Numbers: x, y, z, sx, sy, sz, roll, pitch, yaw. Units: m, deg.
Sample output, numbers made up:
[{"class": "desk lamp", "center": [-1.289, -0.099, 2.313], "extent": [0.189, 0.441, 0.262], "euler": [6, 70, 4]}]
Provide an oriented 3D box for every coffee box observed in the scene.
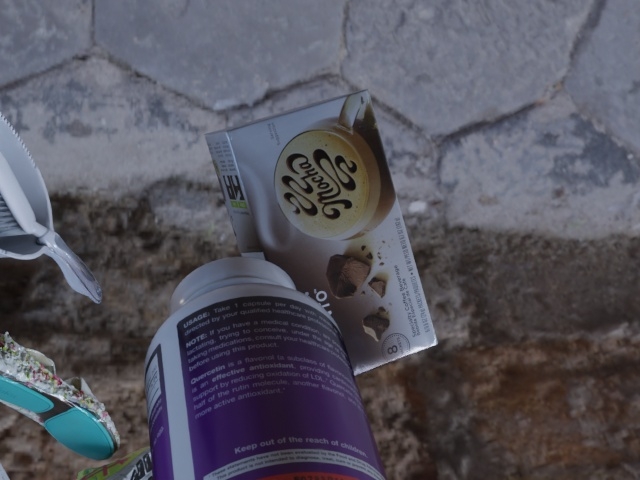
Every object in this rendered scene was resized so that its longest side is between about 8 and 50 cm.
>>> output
[{"class": "coffee box", "center": [0.000, 0.000, 1.066], "extent": [0.168, 0.119, 0.297], "euler": [-18, 99, -17]}]

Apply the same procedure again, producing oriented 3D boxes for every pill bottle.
[{"class": "pill bottle", "center": [-0.050, 0.161, 0.789], "extent": [0.182, 0.323, 0.181], "euler": [-7, 130, -9]}]

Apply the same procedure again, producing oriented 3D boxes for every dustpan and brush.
[{"class": "dustpan and brush", "center": [-0.244, -0.018, 0.776], "extent": [0.060, 0.147, 0.211], "euler": [-12, 130, 9]}]

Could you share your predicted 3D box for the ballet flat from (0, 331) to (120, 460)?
[{"class": "ballet flat", "center": [-0.336, 0.192, 1.204], "extent": [0.091, 0.077, 0.241], "euler": [-22, 132, 22]}]

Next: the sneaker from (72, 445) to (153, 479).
[{"class": "sneaker", "center": [-0.274, 0.316, 1.236], "extent": [0.094, 0.208, 0.081], "euler": [4, 100, 27]}]

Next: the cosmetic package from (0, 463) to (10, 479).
[{"class": "cosmetic package", "center": [-0.644, 0.515, 1.414], "extent": [0.328, 0.393, 0.329], "euler": [-25, 98, 2]}]
